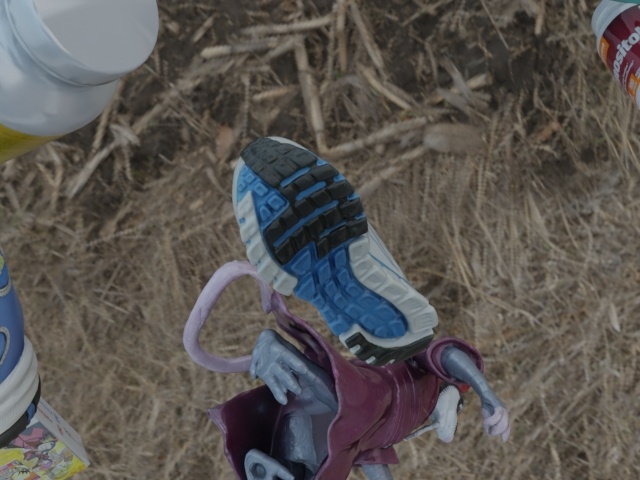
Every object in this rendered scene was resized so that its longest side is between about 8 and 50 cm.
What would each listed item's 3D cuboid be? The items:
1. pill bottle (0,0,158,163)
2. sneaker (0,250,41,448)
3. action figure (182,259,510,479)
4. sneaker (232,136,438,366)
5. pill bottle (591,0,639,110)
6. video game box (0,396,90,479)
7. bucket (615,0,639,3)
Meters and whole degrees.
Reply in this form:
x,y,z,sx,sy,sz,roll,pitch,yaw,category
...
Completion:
x,y,z,sx,sy,sz,roll,pitch,yaw,category
-0.172,-0.098,0.496,0.184,0.103,0.103,-13,62,41,pill bottle
-0.202,0.020,0.306,0.211,0.081,0.080,3,33,-11,sneaker
0.038,0.176,0.983,0.276,0.370,0.248,46,117,23,action figure
0.000,0.000,0.561,0.071,0.190,0.083,-33,42,4,sneaker
0.344,-0.199,0.970,0.086,0.086,0.152,-31,42,14,pill bottle
-0.342,0.198,0.835,0.205,0.187,0.048,-26,49,-5,video game box
0.278,-0.318,0.697,0.281,0.183,0.281,24,123,43,bucket
